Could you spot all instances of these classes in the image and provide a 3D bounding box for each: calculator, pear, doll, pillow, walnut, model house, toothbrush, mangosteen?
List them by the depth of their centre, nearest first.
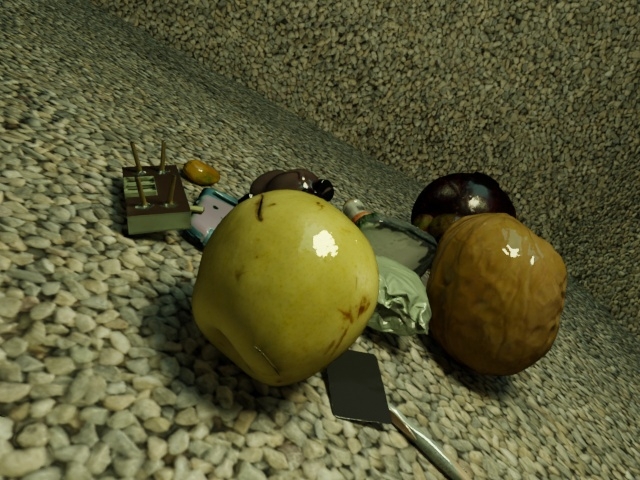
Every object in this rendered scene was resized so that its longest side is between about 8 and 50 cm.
[{"bbox_3d":[-0.059,0.077,0.838,0.309,0.309,0.309,27,20,-11],"label":"pear"},{"bbox_3d":[0.136,0.316,0.927,0.375,0.028,0.037,40,27,22],"label":"toothbrush"},{"bbox_3d":[-0.223,-0.042,1.222,0.173,0.051,0.293,26,20,-13],"label":"calculator"},{"bbox_3d":[0.116,0.113,1.226,0.283,0.138,0.310,19,16,0],"label":"pillow"},{"bbox_3d":[-0.081,-0.113,1.243,0.182,0.117,0.257,-30,19,-33],"label":"doll"},{"bbox_3d":[0.413,0.130,1.263,0.308,0.398,0.354,9,4,7],"label":"walnut"},{"bbox_3d":[0.159,-0.026,1.533,0.271,0.190,0.301,19,22,-26],"label":"model house"},{"bbox_3d":[0.522,-0.067,1.884,0.381,0.381,0.421,32,20,1],"label":"mangosteen"}]

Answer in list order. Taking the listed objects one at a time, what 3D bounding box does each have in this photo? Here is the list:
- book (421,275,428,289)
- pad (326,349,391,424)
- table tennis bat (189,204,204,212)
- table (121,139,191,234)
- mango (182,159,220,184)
[{"bbox_3d":[0.290,0.100,1.675,0.127,0.014,0.182,15,26,-38],"label":"book"},{"bbox_3d":[0.065,0.258,0.936,0.112,0.003,0.157,14,34,-16],"label":"pad"},{"bbox_3d":[-0.331,-0.077,1.125,0.156,0.013,0.087,8,27,-1],"label":"table tennis bat"},{"bbox_3d":[-0.348,-0.122,1.079,0.121,0.111,0.240,-7,33,-20],"label":"table"},{"bbox_3d":[-0.321,-0.183,1.406,0.114,0.057,0.079,13,19,-48],"label":"mango"}]
